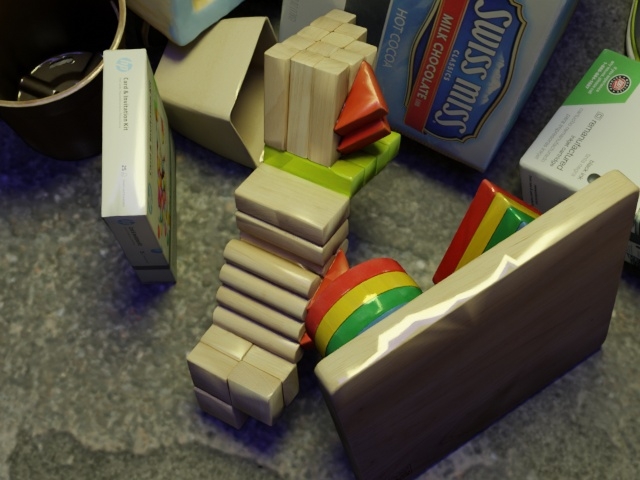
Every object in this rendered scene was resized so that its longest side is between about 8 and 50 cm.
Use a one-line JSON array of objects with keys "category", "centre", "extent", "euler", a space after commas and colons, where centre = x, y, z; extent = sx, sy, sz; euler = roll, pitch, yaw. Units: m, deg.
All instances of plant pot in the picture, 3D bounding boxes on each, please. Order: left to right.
[{"category": "plant pot", "centre": [-0.246, -0.162, 0.867], "extent": [0.167, 0.165, 0.167], "euler": [0, 72, 0]}, {"category": "plant pot", "centre": [-0.098, -0.144, 0.897], "extent": [0.096, 0.109, 0.109], "euler": [13, 72, 16]}]

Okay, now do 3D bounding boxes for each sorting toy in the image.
[{"category": "sorting toy", "centre": [0.109, 0.066, 0.752], "extent": [0.257, 0.255, 0.089], "euler": [-32, 59, -10]}]

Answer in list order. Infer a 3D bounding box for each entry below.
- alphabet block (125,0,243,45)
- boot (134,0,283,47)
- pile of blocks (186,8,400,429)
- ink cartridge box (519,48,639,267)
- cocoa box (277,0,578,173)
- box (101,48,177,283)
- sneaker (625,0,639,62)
[{"category": "alphabet block", "centre": [-0.131, -0.331, 0.833], "extent": [0.197, 0.192, 0.193], "euler": [38, 62, 19]}, {"category": "boot", "centre": [-0.080, -0.249, 0.947], "extent": [0.137, 0.077, 0.198], "euler": [33, 76, 5]}, {"category": "pile of blocks", "centre": [0.000, 0.000, 0.787], "extent": [0.112, 0.149, 0.362], "euler": [24, 108, 22]}, {"category": "ink cartridge box", "centre": [0.306, -0.058, 0.842], "extent": [0.208, 0.087, 0.153], "euler": [30, 73, 28]}, {"category": "cocoa box", "centre": [0.123, -0.272, 0.787], "extent": [0.228, 0.347, 0.231], "euler": [27, 59, 8]}, {"category": "box", "centre": [-0.154, -0.057, 0.820], "extent": [0.038, 0.186, 0.145], "euler": [-3, 71, -1]}, {"category": "sneaker", "centre": [0.365, -0.266, 0.921], "extent": [0.111, 0.121, 0.300], "euler": [3, 71, 2]}]
